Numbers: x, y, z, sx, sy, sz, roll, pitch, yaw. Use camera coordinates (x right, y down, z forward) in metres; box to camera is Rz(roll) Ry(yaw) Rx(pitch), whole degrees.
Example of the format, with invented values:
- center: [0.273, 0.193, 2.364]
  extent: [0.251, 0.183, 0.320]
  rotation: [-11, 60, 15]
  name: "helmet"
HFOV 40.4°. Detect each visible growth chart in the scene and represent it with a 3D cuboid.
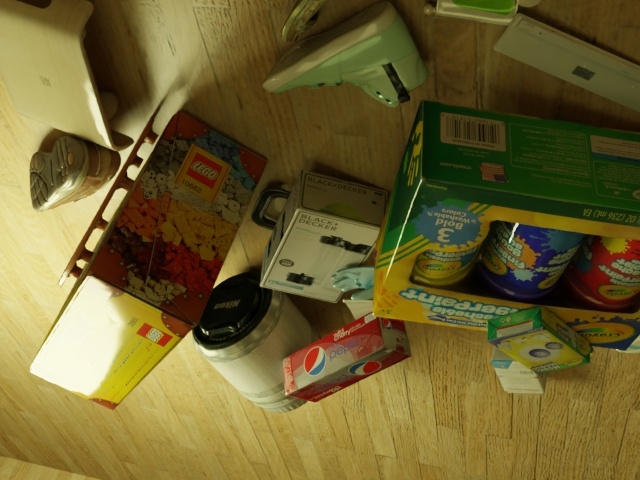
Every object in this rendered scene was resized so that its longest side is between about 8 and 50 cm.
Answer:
- center: [0.201, -0.372, 1.114]
  extent: [0.171, 0.021, 0.237]
  rotation: [6, 143, 17]
  name: "growth chart"

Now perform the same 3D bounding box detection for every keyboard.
- center: [0.369, -0.239, 1.201]
  extent: [0.255, 0.014, 0.072]
  rotation: [21, 151, -8]
  name: "keyboard"

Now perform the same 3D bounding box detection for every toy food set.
- center: [-0.442, -0.299, 1.484]
  extent: [0.219, 0.092, 0.306]
  rotation: [21, 145, 19]
  name: "toy food set"

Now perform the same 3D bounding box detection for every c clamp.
- center: [-0.064, -0.048, 1.670]
  extent: [0.137, 0.022, 0.161]
  rotation: [18, 147, -4]
  name: "c clamp"

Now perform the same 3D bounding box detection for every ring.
- center: [-0.368, -0.064, 1.526]
  extent: [0.032, 0.337, 0.336]
  rotation: [29, 144, -14]
  name: "ring"

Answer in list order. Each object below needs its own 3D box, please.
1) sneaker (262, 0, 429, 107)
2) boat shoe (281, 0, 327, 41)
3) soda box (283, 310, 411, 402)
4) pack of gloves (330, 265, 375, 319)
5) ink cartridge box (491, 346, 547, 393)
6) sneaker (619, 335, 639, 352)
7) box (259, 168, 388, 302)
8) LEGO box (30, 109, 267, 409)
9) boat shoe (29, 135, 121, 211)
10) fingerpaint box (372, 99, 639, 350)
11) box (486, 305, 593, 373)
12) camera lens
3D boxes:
- center: [0.037, -0.238, 1.300]
  extent: [0.255, 0.094, 0.151]
  rotation: [-17, 125, 37]
  name: "sneaker"
- center: [-0.010, -0.333, 1.240]
  extent: [0.048, 0.056, 0.153]
  rotation: [31, 136, -7]
  name: "boat shoe"
- center: [0.048, 0.233, 1.727]
  extent: [0.263, 0.084, 0.092]
  rotation: [-31, 144, 31]
  name: "soda box"
- center: [0.141, 0.114, 1.638]
  extent: [0.232, 0.046, 0.195]
  rotation: [-3, 144, 22]
  name: "pack of gloves"
- center: [0.419, 0.268, 1.827]
  extent: [0.088, 0.052, 0.122]
  rotation: [-2, 138, 28]
  name: "ink cartridge box"
- center: [0.537, 0.167, 1.607]
  extent: [0.228, 0.087, 0.092]
  rotation: [2, 143, 27]
  name: "sneaker"
- center: [0.000, 0.000, 1.621]
  extent: [0.169, 0.087, 0.290]
  rotation: [14, 146, -12]
  name: "box"
- center: [-0.334, 0.056, 1.639]
  extent: [0.193, 0.373, 0.500]
  rotation: [29, 144, -13]
  name: "LEGO box"
- center: [-0.482, -0.122, 1.691]
  extent: [0.116, 0.123, 0.324]
  rotation: [-1, 177, -35]
  name: "boat shoe"
- center: [0.330, -0.004, 1.347]
  extent: [0.444, 0.163, 0.371]
  rotation: [9, 145, -4]
  name: "fingerpaint box"
- center: [0.362, 0.169, 1.418]
  extent: [0.105, 0.043, 0.179]
  rotation: [-21, 141, 38]
  name: "box"
- center: [-0.130, 0.220, 1.885]
  extent: [0.219, 0.219, 0.274]
  rotation: [-7, 136, 33]
  name: "camera lens"
